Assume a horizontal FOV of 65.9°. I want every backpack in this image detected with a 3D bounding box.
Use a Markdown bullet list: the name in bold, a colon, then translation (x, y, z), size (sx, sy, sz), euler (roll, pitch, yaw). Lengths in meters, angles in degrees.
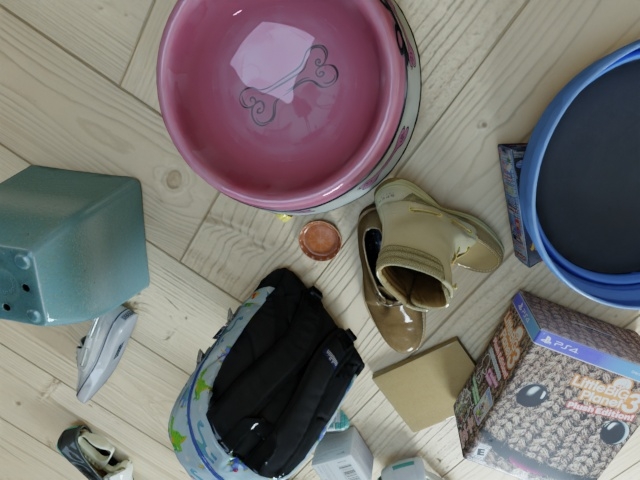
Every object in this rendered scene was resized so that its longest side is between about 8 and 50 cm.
- **backpack**: translation (-0.102, 0.269, 0.884), size (0.273, 0.356, 0.290), euler (-33, 104, 23)

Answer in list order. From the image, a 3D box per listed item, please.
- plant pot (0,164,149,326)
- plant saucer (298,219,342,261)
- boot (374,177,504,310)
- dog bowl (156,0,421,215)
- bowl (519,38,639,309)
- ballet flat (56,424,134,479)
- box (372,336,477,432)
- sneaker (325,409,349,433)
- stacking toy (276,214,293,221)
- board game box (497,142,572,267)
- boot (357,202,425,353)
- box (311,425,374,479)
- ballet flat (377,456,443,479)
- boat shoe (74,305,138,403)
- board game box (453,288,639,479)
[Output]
- **plant pot**: translation (-0.498, 0.025, 0.916), size (0.246, 0.252, 0.248), euler (7, 115, 8)
- **plant saucer**: translation (0.000, 0.000, 0.933), size (0.083, 0.013, 0.084), euler (5, 114, 11)
- **boot**: translation (0.195, 0.032, 0.780), size (0.261, 0.204, 0.095), euler (30, 130, -20)
- **dog bowl**: translation (-0.053, -0.226, 0.730), size (0.407, 0.150, 0.409), euler (2, 102, 8)
- **bowl**: translation (0.477, -0.093, 0.711), size (0.390, 0.077, 0.392), euler (-1, 109, -4)
- **ballet flat**: translation (-0.550, 0.582, 1.263), size (0.096, 0.095, 0.280), euler (-38, 102, 11)
- **box**: translation (0.233, 0.299, 1.012), size (0.201, 0.021, 0.164), euler (-31, 104, 22)
- **sneaker**: translation (-0.014, 0.409, 1.099), size (0.166, 0.065, 0.076), euler (-4, 129, 17)
- **stacking toy**: translation (-0.073, -0.162, 0.856), size (0.167, 0.052, 0.221), euler (-37, 101, 23)
- **board game box**: translation (0.380, -0.057, 0.791), size (0.193, 0.060, 0.194), euler (-2, 109, -1)
- **boot**: translation (0.122, 0.094, 0.895), size (0.112, 0.115, 0.306), euler (-11, 112, 14)
- **box**: translation (0.051, 0.489, 1.096), size (0.101, 0.087, 0.101), euler (-24, 106, 21)
- **ballet flat**: translation (0.282, 0.643, 1.105), size (0.139, 0.139, 0.400), euler (-31, 103, 22)
- **boat shoe**: translation (-0.500, 0.247, 1.102), size (0.088, 0.096, 0.268), euler (32, 115, 1)
- **board game box**: translation (0.411, 0.275, 0.883), size (0.231, 0.141, 0.291), euler (20, 112, 0)
